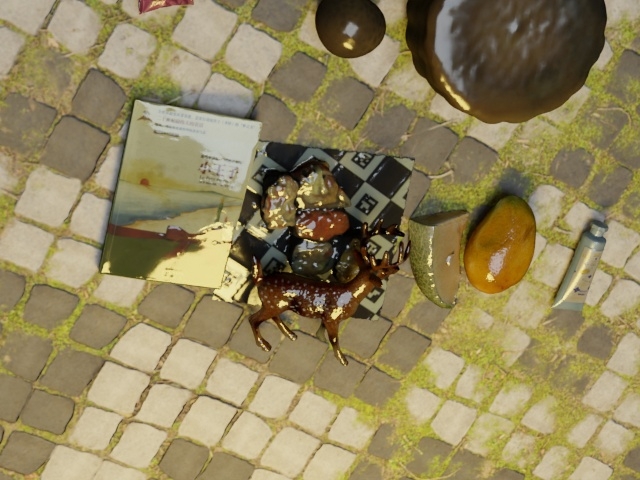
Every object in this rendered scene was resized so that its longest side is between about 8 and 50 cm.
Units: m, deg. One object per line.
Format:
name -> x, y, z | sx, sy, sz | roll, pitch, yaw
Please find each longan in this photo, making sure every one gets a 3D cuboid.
longan -> 0.045, -0.320, 1.852 | 0.113, 0.092, 0.113 | 10, 66, -24

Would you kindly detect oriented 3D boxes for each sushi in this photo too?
sushi -> 0.000, 0.000, 2.001 | 0.294, 0.059, 0.292 | 6, 112, -20

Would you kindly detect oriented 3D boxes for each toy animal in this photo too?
toy animal -> 0.011, 0.082, 1.970 | 0.243, 0.087, 0.260 | 2, 129, -7

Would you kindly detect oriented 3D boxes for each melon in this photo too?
melon -> 0.195, 0.040, 2.094 | 0.098, 0.054, 0.182 | -11, 118, -29

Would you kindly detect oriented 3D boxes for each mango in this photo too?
mango -> 0.301, 0.010, 2.083 | 0.115, 0.089, 0.165 | 32, 90, -25

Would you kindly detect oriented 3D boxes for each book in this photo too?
book -> -0.215, -0.064, 1.919 | 0.201, 0.026, 0.289 | 8, 112, -15

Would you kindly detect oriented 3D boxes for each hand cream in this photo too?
hand cream -> 0.451, 0.047, 2.170 | 0.065, 0.043, 0.170 | 8, 113, -20

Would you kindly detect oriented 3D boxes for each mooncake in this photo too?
mooncake -> 0.272, -0.323, 1.879 | 0.290, 0.161, 0.290 | -6, 113, -14

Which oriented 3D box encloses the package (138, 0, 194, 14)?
package -> -0.220, -0.354, 1.787 | 0.083, 0.029, 0.059 | -13, 121, -21
